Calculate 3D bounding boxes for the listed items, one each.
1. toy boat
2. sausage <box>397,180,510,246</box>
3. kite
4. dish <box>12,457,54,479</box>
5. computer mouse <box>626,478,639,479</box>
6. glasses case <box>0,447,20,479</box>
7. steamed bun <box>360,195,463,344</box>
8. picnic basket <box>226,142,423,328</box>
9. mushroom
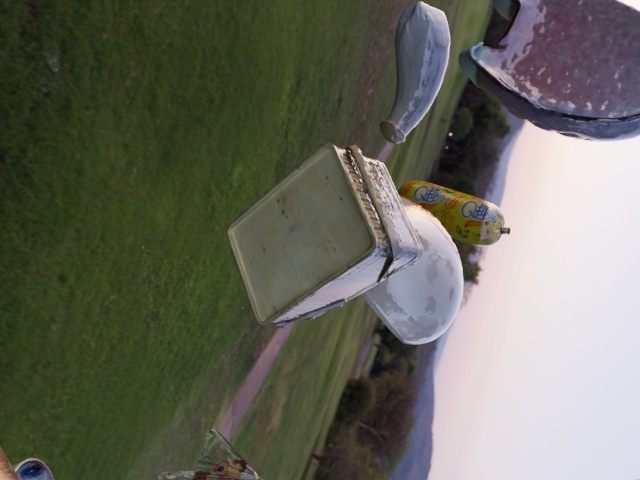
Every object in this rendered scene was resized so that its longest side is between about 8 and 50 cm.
[{"bbox_3d":[0.278,-0.192,0.585,0.155,0.227,0.085,-59,164,-3],"label":"toy boat"},{"bbox_3d":[0.345,-0.076,1.404,0.123,0.347,0.123,-29,130,-41],"label":"sausage"},{"bbox_3d":[-0.274,0.589,1.290,0.323,0.268,0.013,-75,163,-59],"label":"kite"},{"bbox_3d":[-0.431,0.379,0.711,0.141,0.078,0.141,169,-90,-88],"label":"dish"},{"bbox_3d":[0.631,0.496,0.980,0.099,0.172,0.057,-100,-150,-43],"label":"computer mouse"},{"bbox_3d":[-0.465,0.258,0.595,0.098,0.425,0.156,-51,162,21],"label":"glasses case"},{"bbox_3d":[0.112,0.025,0.730,0.145,0.232,0.232,-40,164,3],"label":"steamed bun"},{"bbox_3d":[0.000,0.000,0.481,0.079,0.164,0.115,8,56,-51],"label":"picnic basket"},{"bbox_3d":[0.194,-0.328,1.057,0.118,0.103,0.270,3,101,-30],"label":"mushroom"}]
